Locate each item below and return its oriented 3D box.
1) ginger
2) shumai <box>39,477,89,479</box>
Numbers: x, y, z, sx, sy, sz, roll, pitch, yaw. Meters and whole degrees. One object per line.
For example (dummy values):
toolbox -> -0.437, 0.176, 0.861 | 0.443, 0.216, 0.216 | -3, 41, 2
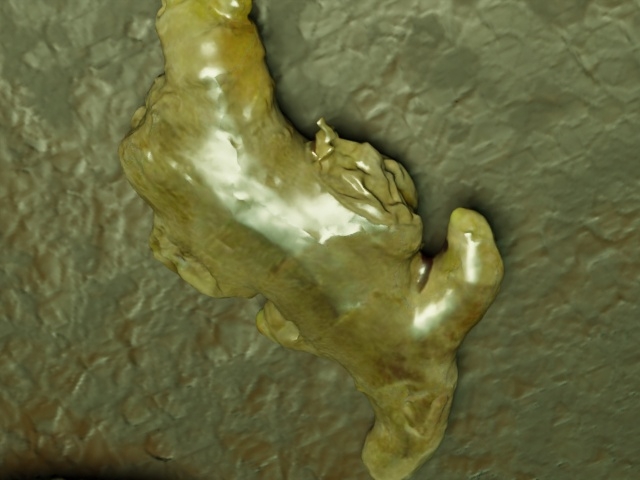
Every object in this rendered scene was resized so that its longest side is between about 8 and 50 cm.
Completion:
ginger -> -0.001, -0.002, 0.886 | 0.166, 0.080, 0.333 | -32, 106, 26
shumai -> -0.146, 0.242, 0.935 | 0.218, 0.185, 0.184 | 23, 112, -8
